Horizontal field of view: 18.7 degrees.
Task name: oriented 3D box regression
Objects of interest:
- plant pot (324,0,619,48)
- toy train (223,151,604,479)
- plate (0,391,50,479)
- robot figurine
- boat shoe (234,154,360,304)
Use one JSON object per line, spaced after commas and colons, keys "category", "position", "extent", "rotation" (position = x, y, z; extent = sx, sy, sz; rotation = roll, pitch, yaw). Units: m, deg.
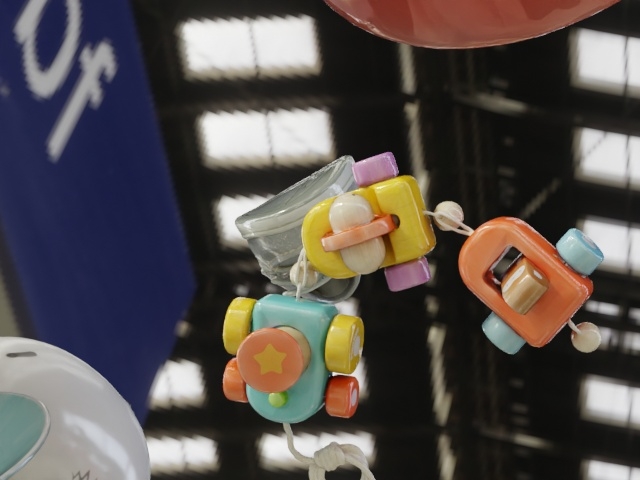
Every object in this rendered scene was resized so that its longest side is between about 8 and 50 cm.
{"category": "plant pot", "position": [0.064, -0.274, 1.010], "extent": [0.275, 0.275, 0.243], "rotation": [-8, -34, 24]}
{"category": "toy train", "position": [0.030, 0.037, 0.805], "extent": [0.166, 0.046, 0.125], "rotation": [-45, -97, 18]}
{"category": "plate", "position": [-0.231, 0.130, 1.033], "extent": [0.188, 0.188, 0.024], "rotation": [-7, -72, 24]}
{"category": "robot figurine", "position": [-0.233, 0.192, 1.253], "extent": [0.173, 0.209, 0.278], "rotation": [38, -84, 10]}
{"category": "boat shoe", "position": [-0.002, 0.001, 1.719], "extent": [0.118, 0.320, 0.103], "rotation": [-31, -94, -5]}
